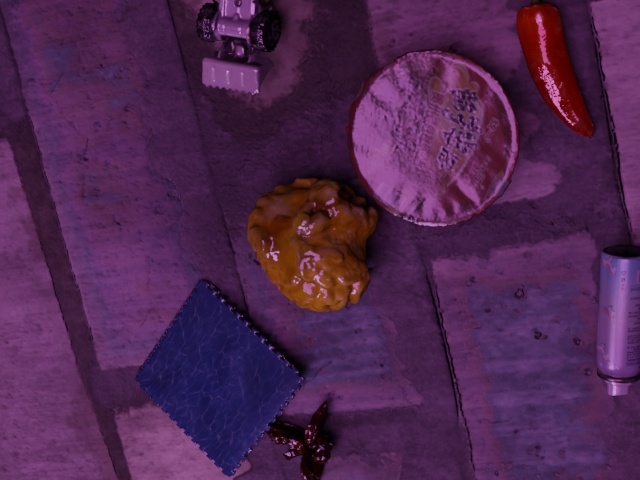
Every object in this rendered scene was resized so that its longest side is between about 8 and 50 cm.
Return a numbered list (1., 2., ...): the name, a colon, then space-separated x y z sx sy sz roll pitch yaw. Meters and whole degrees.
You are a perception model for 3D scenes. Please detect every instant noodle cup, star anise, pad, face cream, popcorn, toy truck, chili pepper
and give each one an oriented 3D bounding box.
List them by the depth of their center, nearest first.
1. chili pepper: 0.338 -0.270 1.660 0.071 0.063 0.272 -14 102 36
2. face cream: 0.458 0.126 1.713 0.075 0.075 0.229 5 105 20
3. instant noodle cup: 0.180 -0.160 1.730 0.274 0.091 0.274 6 106 20
4. toy truck: -0.118 -0.380 1.773 0.136 0.111 0.286 13 110 21
5. popcorn: 0.000 0.000 1.815 0.203 0.226 0.200 -37 130 -11
6. star anise: -0.036 0.370 1.936 0.140 0.144 0.158 -28 94 33
7. pad: -0.185 0.247 2.005 0.269 0.012 0.269 41 114 16
